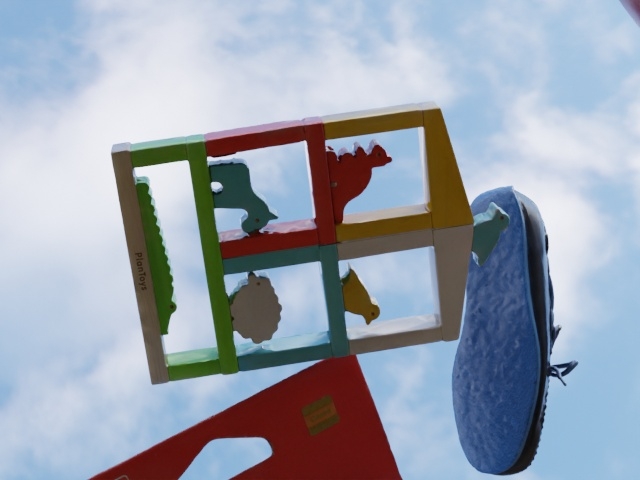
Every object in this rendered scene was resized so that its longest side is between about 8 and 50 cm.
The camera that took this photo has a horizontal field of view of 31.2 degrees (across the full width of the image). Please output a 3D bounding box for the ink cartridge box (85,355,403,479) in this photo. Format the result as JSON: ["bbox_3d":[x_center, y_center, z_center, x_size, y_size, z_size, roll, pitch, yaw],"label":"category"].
[{"bbox_3d":[-0.032,0.256,0.861,0.296,0.066,0.261,-24,-80,-29],"label":"ink cartridge box"}]

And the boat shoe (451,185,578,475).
[{"bbox_3d":[0.183,0.081,1.021,0.089,0.109,0.258,20,-106,-47],"label":"boat shoe"}]

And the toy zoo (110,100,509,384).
[{"bbox_3d":[0.000,0.000,0.885,0.293,0.030,0.192,-9,-71,-4],"label":"toy zoo"}]

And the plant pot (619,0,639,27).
[{"bbox_3d":[0.248,-0.121,0.503,0.174,0.191,0.191,40,-94,-26],"label":"plant pot"}]
